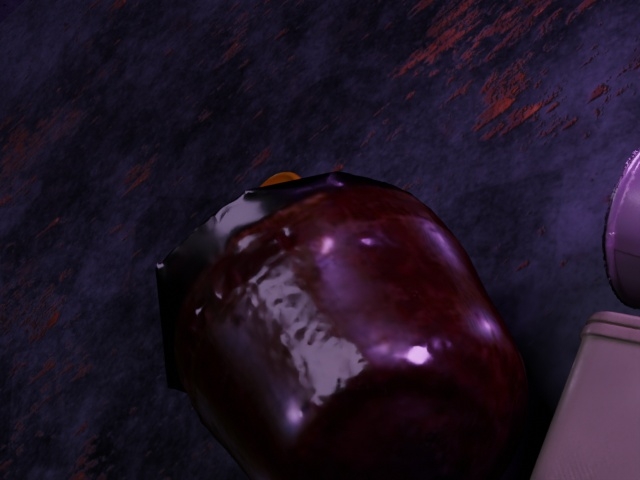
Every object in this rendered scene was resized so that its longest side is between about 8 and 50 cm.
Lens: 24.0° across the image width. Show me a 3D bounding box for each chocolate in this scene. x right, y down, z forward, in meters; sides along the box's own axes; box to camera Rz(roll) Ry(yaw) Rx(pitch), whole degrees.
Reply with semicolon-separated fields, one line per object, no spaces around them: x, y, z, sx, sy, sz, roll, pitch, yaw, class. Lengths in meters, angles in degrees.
0.036;0.165;1.616;0.384;0.384;0.331;-39;46;17;chocolate

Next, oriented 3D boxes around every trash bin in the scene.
0.322;0.210;1.459;0.243;0.121;0.247;8;70;49;trash bin

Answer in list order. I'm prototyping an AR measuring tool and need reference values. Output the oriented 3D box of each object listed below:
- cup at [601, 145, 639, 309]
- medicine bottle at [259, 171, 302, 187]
0.446;0.013;1.450;0.288;0.203;0.203;20;75;46;cup
0.000;0.000;1.902;0.096;0.192;0.096;-28;43;30;medicine bottle
